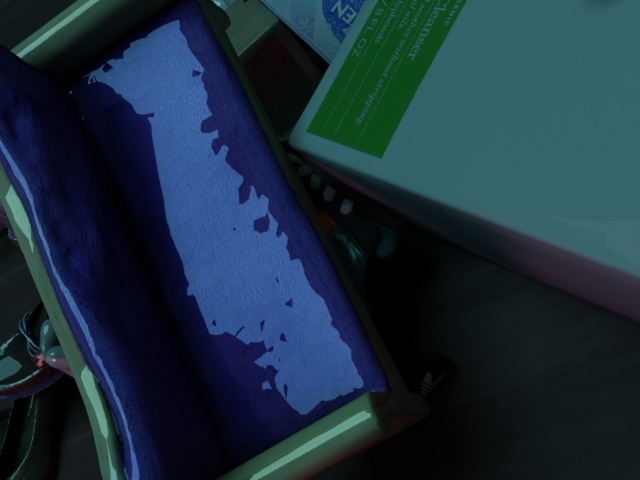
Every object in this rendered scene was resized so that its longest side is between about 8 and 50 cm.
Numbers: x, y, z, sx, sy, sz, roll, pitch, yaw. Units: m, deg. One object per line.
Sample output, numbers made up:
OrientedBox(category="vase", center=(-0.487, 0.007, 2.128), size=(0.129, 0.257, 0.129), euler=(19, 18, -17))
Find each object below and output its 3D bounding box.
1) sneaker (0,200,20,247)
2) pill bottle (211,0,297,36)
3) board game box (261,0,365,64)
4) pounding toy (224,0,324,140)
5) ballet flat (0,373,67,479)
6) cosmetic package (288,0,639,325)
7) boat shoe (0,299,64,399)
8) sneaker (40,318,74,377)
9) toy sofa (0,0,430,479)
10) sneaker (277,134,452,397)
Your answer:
OrientedBox(category="sneaker", center=(-0.233, -0.079, 1.070), size=(0.321, 0.124, 0.180), euler=(-13, 55, 69))
OrientedBox(category="pill bottle", center=(-0.028, -0.262, 1.017), size=(0.208, 0.117, 0.118), euler=(-37, 46, 27))
OrientedBox(category="board game box", center=(0.044, -0.323, 0.876), size=(0.318, 0.066, 0.318), euler=(44, 106, 8))
OrientedBox(category="pounding toy", center=(-0.068, -0.130, 0.994), size=(0.130, 0.141, 0.100), euler=(-42, 43, 2))
OrientedBox(category="ballet flat", center=(-0.296, 0.176, 1.106), size=(0.084, 0.058, 0.250), euler=(-4, 66, 46))
OrientedBox(category="cosmetic package", center=(0.173, -0.069, 0.676), size=(0.365, 0.155, 0.197), euler=(23, 84, 50))
OrientedBox(category="boat shoe", center=(-0.260, 0.086, 1.062), size=(0.183, 0.066, 0.066), euler=(-37, 69, -1))
OrientedBox(category="sneaker", center=(-0.132, 0.035, 0.968), size=(0.292, 0.118, 0.110), euler=(-45, 42, 18))
OrientedBox(category="toy sofa", center=(-0.088, -0.005, 0.719), size=(0.150, 0.177, 0.363), euler=(-31, 71, 15))
OrientedBox(category="sneaker", center=(0.000, 0.000, 0.836), size=(0.121, 0.108, 0.302), euler=(-29, 71, 12))
